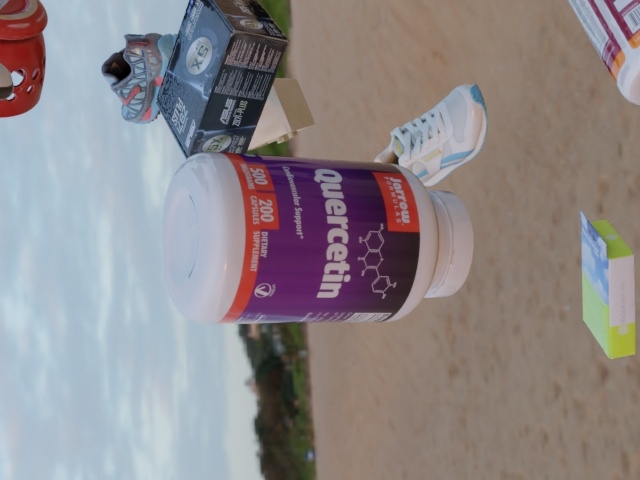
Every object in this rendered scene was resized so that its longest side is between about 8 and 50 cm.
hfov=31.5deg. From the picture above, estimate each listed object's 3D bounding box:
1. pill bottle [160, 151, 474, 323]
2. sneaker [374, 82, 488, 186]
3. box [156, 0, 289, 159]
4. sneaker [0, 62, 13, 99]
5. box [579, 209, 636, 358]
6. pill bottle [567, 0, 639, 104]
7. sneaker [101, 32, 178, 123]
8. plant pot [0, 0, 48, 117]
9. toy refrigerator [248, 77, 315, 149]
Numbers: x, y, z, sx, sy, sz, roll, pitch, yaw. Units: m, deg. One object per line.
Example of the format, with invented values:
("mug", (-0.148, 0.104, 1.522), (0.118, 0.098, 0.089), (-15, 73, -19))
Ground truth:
("pill bottle", (0.000, 0.000, 1.241), (0.181, 0.323, 0.181), (-4, 86, 63))
("sneaker", (0.156, -0.140, 1.592), (0.228, 0.092, 0.087), (-50, 48, 54))
("box", (-0.125, -0.205, 1.397), (0.147, 0.077, 0.180), (58, 133, 46))
("sneaker", (-0.455, -0.266, 1.286), (0.145, 0.270, 0.090), (-62, 30, 14))
("box", (0.388, 0.056, 1.537), (0.109, 0.042, 0.178), (-106, 7, -63))
("pill bottle", (0.293, -0.246, 1.070), (0.121, 0.121, 0.221), (88, 163, -62))
("sneaker", (-0.338, -0.302, 2.054), (0.262, 0.125, 0.104), (132, 139, -56))
("plant pot", (-0.534, -0.318, 1.840), (0.191, 0.191, 0.174), (-95, 24, -52))
("toy refrigerator", (-0.084, -0.193, 1.780), (0.269, 0.102, 0.094), (-47, -65, -80))
